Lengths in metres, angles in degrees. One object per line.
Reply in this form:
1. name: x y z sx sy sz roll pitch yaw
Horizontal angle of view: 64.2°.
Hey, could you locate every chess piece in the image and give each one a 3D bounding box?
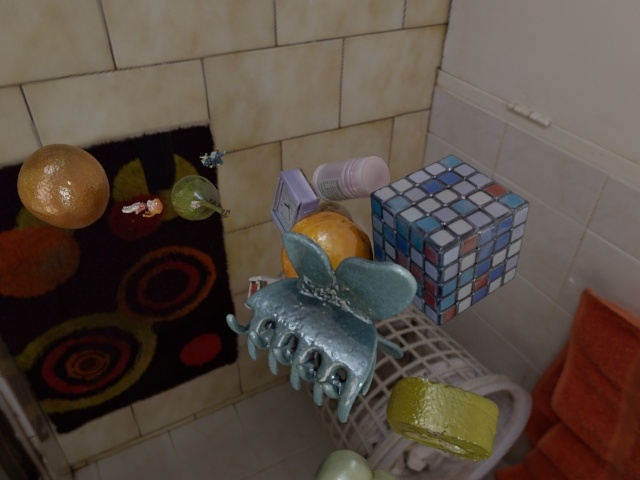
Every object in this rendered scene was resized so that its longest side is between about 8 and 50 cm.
1. chess piece: 0.136 0.558 1.044 0.331 0.182 0.182 33 105 0

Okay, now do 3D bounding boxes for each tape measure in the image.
1. tape measure: -0.124 0.182 1.683 0.259 0.265 0.129 10 83 -28

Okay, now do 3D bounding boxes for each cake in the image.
1. cake: 0.296 0.429 1.248 0.179 0.261 0.156 94 13 -56

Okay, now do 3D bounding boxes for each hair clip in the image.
1. hair clip: -0.003 0.185 1.072 0.238 0.319 0.392 -51 158 -26

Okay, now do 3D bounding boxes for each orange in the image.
1. orange: 0.019 0.042 1.352 0.246 0.246 0.246 -18 131 -22
2. orange: -0.592 -0.122 1.186 0.206 0.206 0.205 -18 131 -22

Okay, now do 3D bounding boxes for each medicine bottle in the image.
1. medicine bottle: 0.095 -0.198 1.654 0.134 0.250 0.133 1 89 -36

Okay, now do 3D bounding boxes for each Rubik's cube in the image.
1. Rubik's cube: 0.329 -0.009 1.353 0.293 0.292 0.286 -28 136 -20

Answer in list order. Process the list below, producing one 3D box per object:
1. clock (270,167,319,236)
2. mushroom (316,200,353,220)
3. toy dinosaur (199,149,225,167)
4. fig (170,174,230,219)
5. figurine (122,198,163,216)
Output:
1. clock: -0.078 -0.098 1.510 0.073 0.144 0.193 -13 144 -26
2. mushroom: 0.000 0.000 2.017 0.260 0.345 0.345 7 124 -2
3. toy dinosaur: -0.338 -0.261 1.616 0.084 0.030 0.047 -17 129 -9
4. fig: -0.368 -0.107 1.558 0.152 0.259 0.151 -12 119 -23
5. figurine: -0.497 -0.090 1.428 0.109 0.064 0.047 -6 123 -1
